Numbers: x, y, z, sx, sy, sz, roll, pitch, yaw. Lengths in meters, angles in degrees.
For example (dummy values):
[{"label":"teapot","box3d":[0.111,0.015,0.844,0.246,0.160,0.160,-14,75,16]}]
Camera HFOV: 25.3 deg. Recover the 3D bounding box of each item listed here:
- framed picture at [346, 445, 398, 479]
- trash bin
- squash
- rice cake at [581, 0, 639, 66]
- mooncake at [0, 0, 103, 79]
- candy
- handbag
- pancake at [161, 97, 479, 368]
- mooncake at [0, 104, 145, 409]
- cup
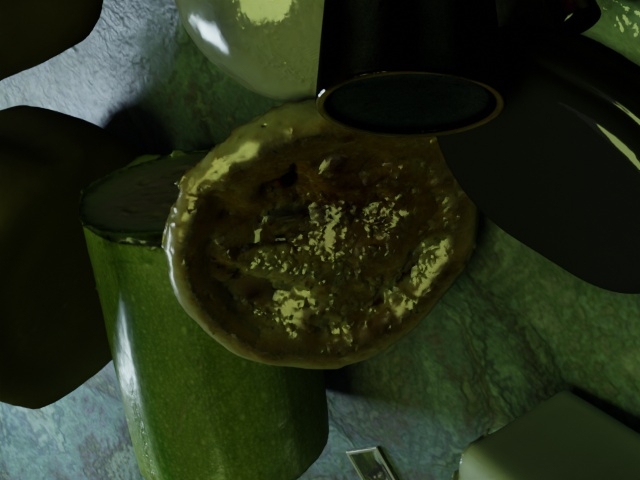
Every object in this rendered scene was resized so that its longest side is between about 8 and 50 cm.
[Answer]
[{"label":"framed picture","box3d":[0.076,0.314,1.901,0.066,0.006,0.089,-17,106,49]},{"label":"trash bin","box3d":[0.339,0.337,1.504,0.367,0.296,0.256,38,142,37]},{"label":"squash","box3d":[-0.134,0.095,1.739,0.263,0.263,0.384,15,128,36]},{"label":"rice cake","box3d":[0.303,-0.184,1.265,0.206,0.063,0.069,32,144,24]},{"label":"mooncake","box3d":[-0.423,-0.384,1.587,0.467,0.262,0.467,40,142,42]},{"label":"candy","box3d":[-0.046,-0.270,1.442,0.295,0.185,0.296,30,140,29]},{"label":"handbag","box3d":[0.239,-0.076,1.356,0.308,0.093,0.254,35,151,29]},{"label":"pancake","box3d":[0.000,-0.001,1.517,0.356,0.065,0.356,-3,125,-4]},{"label":"mooncake","box3d":[-0.373,0.015,1.836,0.200,0.378,0.378,29,136,32]},{"label":"cup","box3d":[0.116,-0.200,1.264,0.239,0.177,0.166,1,164,1]}]
